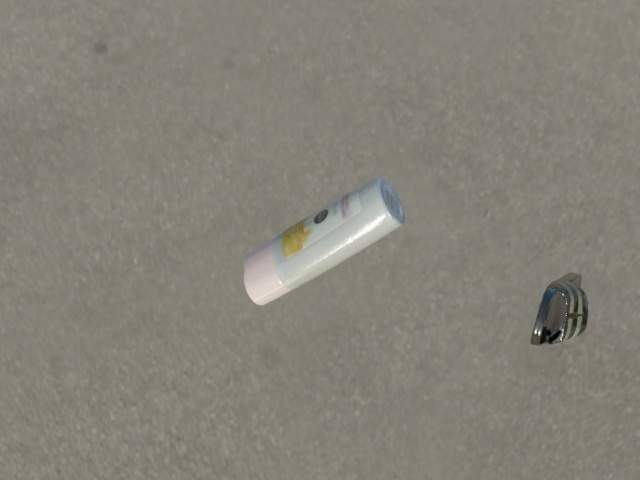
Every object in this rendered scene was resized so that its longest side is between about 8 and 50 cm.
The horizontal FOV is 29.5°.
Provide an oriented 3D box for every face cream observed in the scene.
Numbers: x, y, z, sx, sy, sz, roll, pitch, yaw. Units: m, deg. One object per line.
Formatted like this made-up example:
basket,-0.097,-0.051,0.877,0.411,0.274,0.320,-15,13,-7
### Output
face cream,0.000,0.000,1.388,0.198,0.057,0.084,-30,33,21

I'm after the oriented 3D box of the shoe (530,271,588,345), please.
shoe,0.298,0.081,1.446,0.049,0.071,0.179,16,18,22
